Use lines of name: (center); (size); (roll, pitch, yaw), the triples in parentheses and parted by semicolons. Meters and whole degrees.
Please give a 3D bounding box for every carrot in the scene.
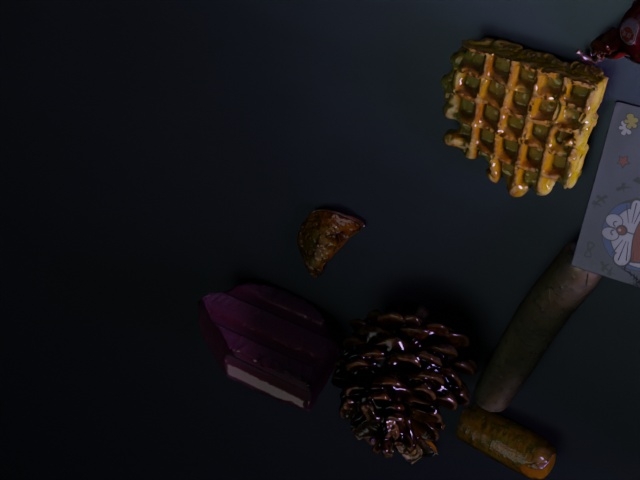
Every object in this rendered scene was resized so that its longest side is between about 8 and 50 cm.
carrot: (0.329, 0.355, 1.643); (0.173, 0.082, 0.082); (27, 134, 28)

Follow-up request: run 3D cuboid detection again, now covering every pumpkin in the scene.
pumpkin: (0.176, 0.387, 1.815); (0.073, 0.035, 0.101); (-37, 92, 35)

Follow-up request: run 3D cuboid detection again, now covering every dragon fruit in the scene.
dragon fruit: (0.391, -0.247, 1.143); (0.190, 0.094, 0.094); (-16, 110, 50)

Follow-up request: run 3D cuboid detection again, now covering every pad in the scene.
pad: (0.445, -0.051, 1.258); (0.170, 0.006, 0.246); (21, 115, 25)

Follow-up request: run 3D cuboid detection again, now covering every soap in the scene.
soap: (-0.108, 0.185, 1.774); (0.289, 0.182, 0.112); (22, 134, 15)

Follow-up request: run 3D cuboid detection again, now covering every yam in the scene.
yam: (0.336, 0.144, 1.480); (0.083, 0.083, 0.372); (34, 134, 12)

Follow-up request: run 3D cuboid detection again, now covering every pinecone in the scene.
pinecone: (0.129, 0.229, 1.579); (0.243, 0.257, 0.243); (35, 149, 25)

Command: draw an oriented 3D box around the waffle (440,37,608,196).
waffle: (0.270, -0.164, 1.317); (0.229, 0.057, 0.219); (23, 132, 24)

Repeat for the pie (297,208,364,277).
pie: (-0.001, -0.002, 1.661); (0.088, 0.033, 0.191); (46, 137, 5)
